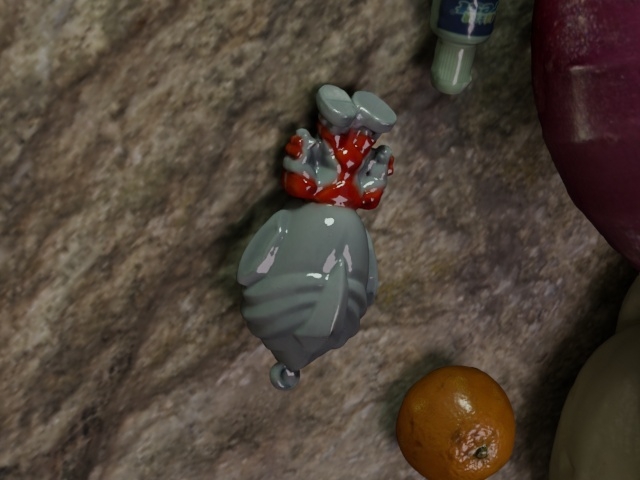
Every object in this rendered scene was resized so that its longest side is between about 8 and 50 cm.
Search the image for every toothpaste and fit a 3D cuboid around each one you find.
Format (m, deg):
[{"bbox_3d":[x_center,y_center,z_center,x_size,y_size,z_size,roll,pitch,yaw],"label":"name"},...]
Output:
[{"bbox_3d":[0.091,-0.185,1.061,0.062,0.037,0.216,-9,120,-38],"label":"toothpaste"}]

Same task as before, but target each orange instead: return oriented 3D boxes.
[{"bbox_3d":[0.091,0.125,1.263,0.083,0.083,0.084,-24,134,-28],"label":"orange"}]

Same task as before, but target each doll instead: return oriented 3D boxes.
[{"bbox_3d":[0.000,0.000,1.091,0.094,0.079,0.180,10,100,-30],"label":"doll"}]

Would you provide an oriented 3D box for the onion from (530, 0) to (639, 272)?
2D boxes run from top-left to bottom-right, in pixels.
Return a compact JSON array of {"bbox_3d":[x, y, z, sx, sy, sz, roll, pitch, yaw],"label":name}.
[{"bbox_3d":[0.293,-0.114,1.064,0.345,0.358,0.358,-71,-174,-74],"label":"onion"}]

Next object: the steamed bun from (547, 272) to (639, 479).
[{"bbox_3d":[0.358,0.142,1.395,0.352,0.247,0.339,15,110,-52],"label":"steamed bun"}]
